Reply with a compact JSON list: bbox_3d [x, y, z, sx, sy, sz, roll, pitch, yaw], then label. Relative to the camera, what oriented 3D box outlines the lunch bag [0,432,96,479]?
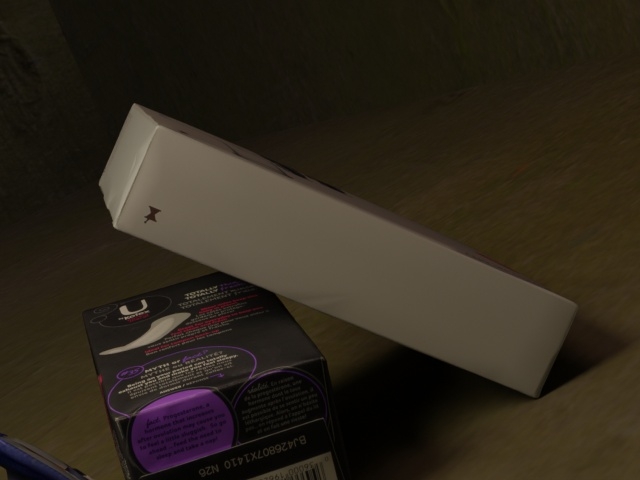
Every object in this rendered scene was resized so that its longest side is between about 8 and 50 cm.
[{"bbox_3d":[-0.215,0.213,0.682,0.386,0.238,0.328,2,-12,-8],"label":"lunch bag"}]

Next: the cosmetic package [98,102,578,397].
[{"bbox_3d":[0.000,0.000,1.155,0.097,0.377,0.284,-66,15,6],"label":"cosmetic package"}]

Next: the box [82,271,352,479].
[{"bbox_3d":[-0.090,0.137,1.074,0.165,0.143,0.270,-16,18,-10],"label":"box"}]
